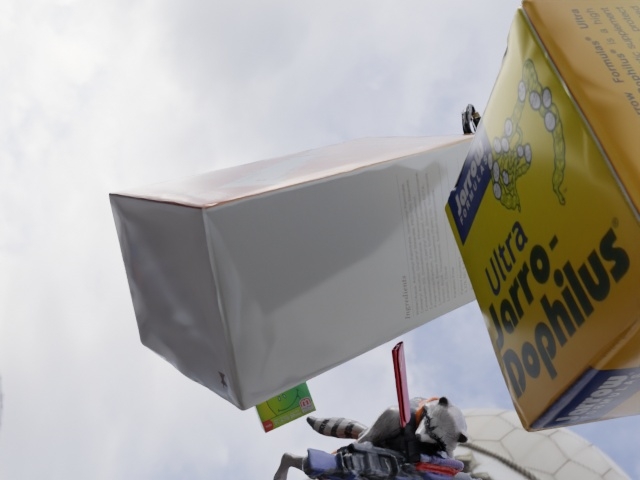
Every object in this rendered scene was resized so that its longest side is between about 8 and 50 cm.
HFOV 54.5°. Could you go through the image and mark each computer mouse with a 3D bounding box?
[{"bbox_3d":[0.237,-0.087,0.802,0.041,0.071,0.242,-34,-122,32],"label":"computer mouse"}]

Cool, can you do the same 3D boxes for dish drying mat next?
[{"bbox_3d":[0.086,0.150,0.651,0.008,0.032,0.083,-5,-82,22],"label":"dish drying mat"}]

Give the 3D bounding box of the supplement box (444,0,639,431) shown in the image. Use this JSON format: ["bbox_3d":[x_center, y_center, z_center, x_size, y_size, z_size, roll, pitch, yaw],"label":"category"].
[{"bbox_3d":[0.293,-0.024,0.401,0.194,0.356,0.195,95,-13,-54],"label":"supplement box"}]

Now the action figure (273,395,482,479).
[{"bbox_3d":[0.072,0.312,0.959,0.330,0.341,0.179,-30,-133,35],"label":"action figure"}]

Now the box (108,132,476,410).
[{"bbox_3d":[0.000,0.000,0.635,0.215,0.345,0.169,10,-67,52],"label":"box"}]

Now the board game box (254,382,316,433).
[{"bbox_3d":[-0.083,0.210,1.021,0.043,0.092,0.182,166,-96,-76],"label":"board game box"}]
